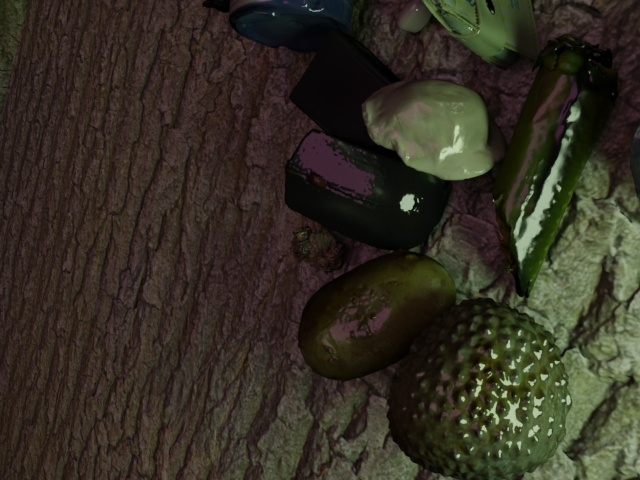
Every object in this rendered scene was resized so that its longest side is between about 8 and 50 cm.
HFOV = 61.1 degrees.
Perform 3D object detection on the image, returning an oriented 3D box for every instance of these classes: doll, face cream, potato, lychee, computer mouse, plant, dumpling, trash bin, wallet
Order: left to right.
[{"bbox_3d":[-0.052,-0.515,1.073,0.249,0.249,0.225,7,92,39],"label":"face cream"},{"bbox_3d":[0.000,0.000,1.111,0.116,0.104,0.122,18,66,5],"label":"plant"},{"bbox_3d":[0.073,-0.264,1.037,0.225,0.115,0.165,50,117,28],"label":"trash bin"},{"bbox_3d":[0.072,-0.082,0.953,0.295,0.087,0.168,19,111,2],"label":"computer mouse"},{"bbox_3d":[0.089,0.128,0.937,0.307,0.210,0.173,-34,88,25],"label":"potato"},{"bbox_3d":[0.198,-0.443,0.960,0.160,0.059,0.161,-9,79,60],"label":"doll"},{"bbox_3d":[0.185,-0.178,0.871,0.132,0.250,0.162,106,180,-55],"label":"dumpling"},{"bbox_3d":[0.222,-0.388,0.799,0.077,0.309,0.224,-10,81,42],"label":"wallet"},{"bbox_3d":[0.220,0.215,0.780,0.255,0.255,0.275,10,109,39],"label":"lychee"}]

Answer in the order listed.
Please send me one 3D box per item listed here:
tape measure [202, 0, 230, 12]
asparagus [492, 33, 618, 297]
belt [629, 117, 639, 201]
[{"bbox_3d":[-0.164,-0.664,1.258,0.231,0.132,0.271,28,105,45],"label":"tape measure"},{"bbox_3d":[0.329,-0.104,0.814,0.108,0.128,0.382,-132,58,-69],"label":"asparagus"},{"bbox_3d":[0.509,-0.119,0.650,0.257,0.150,0.207,-35,75,33],"label":"belt"}]
